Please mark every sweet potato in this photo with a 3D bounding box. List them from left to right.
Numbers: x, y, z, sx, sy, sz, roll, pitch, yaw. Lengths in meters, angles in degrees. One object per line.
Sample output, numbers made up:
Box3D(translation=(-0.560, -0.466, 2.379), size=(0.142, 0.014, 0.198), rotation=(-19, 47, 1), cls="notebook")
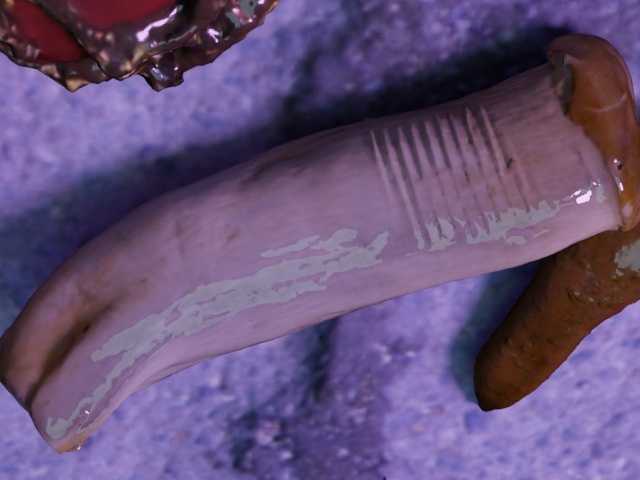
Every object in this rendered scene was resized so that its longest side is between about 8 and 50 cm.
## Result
Box3D(translation=(0.153, 0.011, 0.764), size=(0.067, 0.067, 0.274), rotation=(24, 125, -20), cls="sweet potato")

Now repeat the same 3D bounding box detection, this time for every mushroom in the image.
Box3D(translation=(0.000, 0.000, 0.704), size=(0.351, 0.123, 0.095), rotation=(-25, 137, 5), cls="mushroom")

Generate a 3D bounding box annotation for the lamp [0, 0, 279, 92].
Box3D(translation=(-0.124, -0.184, 0.546), size=(0.177, 0.177, 0.274), rotation=(-39, 117, 20), cls="lamp")
